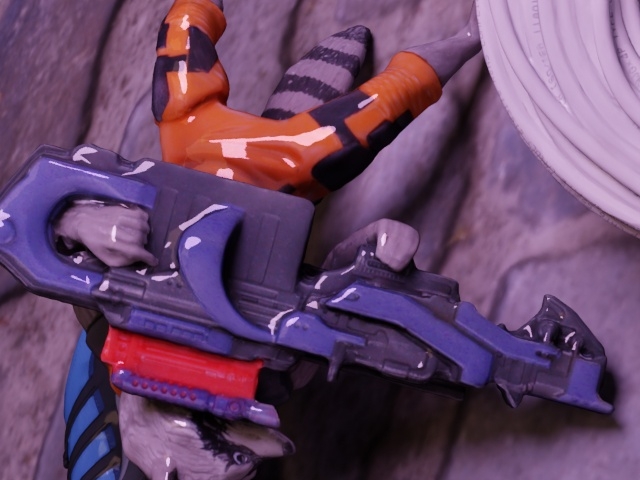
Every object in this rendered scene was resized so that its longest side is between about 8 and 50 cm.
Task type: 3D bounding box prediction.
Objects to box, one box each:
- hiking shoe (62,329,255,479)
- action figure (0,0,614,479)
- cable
[{"bbox_3d":[-0.102,0.146,0.960,0.132,0.113,0.304,-21,55,59],"label":"hiking shoe"},{"bbox_3d":[0.000,0.000,0.873,0.341,0.178,0.330,22,74,3],"label":"action figure"},{"bbox_3d":[0.198,-0.113,0.698,0.257,0.089,0.257,22,110,22],"label":"cable"}]
